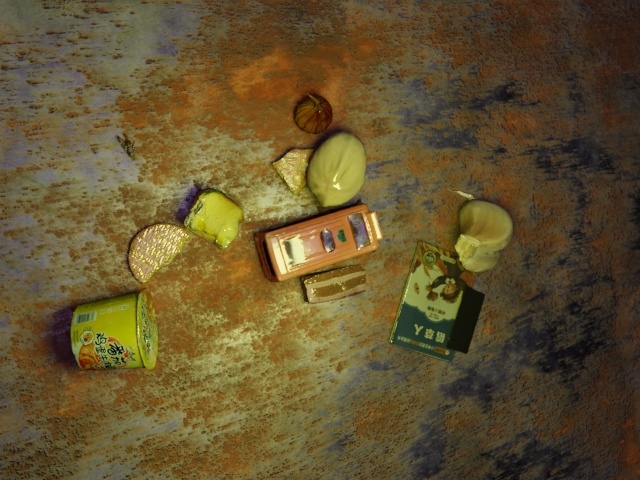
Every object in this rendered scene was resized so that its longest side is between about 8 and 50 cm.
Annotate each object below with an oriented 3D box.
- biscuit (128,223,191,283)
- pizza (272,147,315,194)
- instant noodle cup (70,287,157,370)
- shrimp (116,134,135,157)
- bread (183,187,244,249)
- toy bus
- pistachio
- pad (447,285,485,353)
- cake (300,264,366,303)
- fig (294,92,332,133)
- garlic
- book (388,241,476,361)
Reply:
[{"bbox_3d":[-0.563,0.028,1.560,0.144,0.033,0.224,42,77,-10],"label":"biscuit"},{"bbox_3d":[-0.104,-0.263,1.704,0.161,0.062,0.182,12,90,-24],"label":"pizza"},{"bbox_3d":[-0.632,0.288,1.429,0.200,0.264,0.264,-7,91,-10],"label":"instant noodle cup"},{"bbox_3d":[-0.644,-0.321,1.545,0.038,0.029,0.092,-37,96,-14],"label":"shrimp"},{"bbox_3d":[-0.382,-0.087,1.573,0.133,0.251,0.174,20,82,28],"label":"bread"},{"bbox_3d":[0.000,0.000,1.636,0.427,0.233,0.203,-18,94,-17],"label":"toy bus"},{"bbox_3d":[0.067,-0.268,1.673,0.208,0.226,0.331,17,64,1],"label":"pistachio"},{"bbox_3d":[0.603,0.330,1.908,0.159,0.009,0.265,24,82,-39],"label":"pad"},{"bbox_3d":[0.046,0.163,1.735,0.295,0.113,0.116,-8,93,-31],"label":"cake"},{"bbox_3d":[-0.012,-0.477,1.664,0.134,0.201,0.146,34,73,-4],"label":"fig"},{"bbox_3d":[0.639,-0.028,1.876,0.246,0.231,0.340,4,46,0],"label":"garlic"},{"bbox_3d":[0.466,0.250,1.877,0.300,0.039,0.428,19,83,-18],"label":"book"}]
